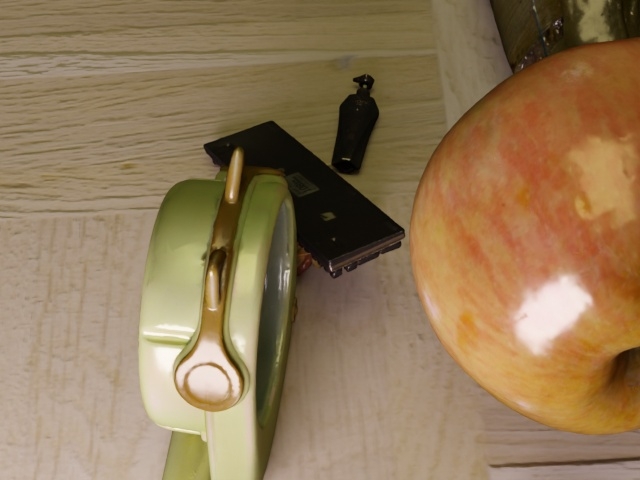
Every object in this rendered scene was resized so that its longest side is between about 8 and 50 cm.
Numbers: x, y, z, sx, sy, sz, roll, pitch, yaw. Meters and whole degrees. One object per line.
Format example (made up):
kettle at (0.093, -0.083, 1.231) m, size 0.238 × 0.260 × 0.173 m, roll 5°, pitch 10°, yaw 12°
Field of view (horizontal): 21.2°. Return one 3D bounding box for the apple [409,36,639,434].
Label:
apple at (0.285, 0.002, 1.691) m, size 0.391 × 0.391 × 0.346 m, roll -12°, pitch 56°, yaw -7°

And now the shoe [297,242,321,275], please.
shoe at (-0.003, -0.001, 1.894) m, size 0.109 × 0.069 × 0.072 m, roll -24°, pitch 32°, yaw -25°

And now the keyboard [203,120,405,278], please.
keyboard at (-0.026, -0.050, 1.887) m, size 0.106 × 0.027 × 0.317 m, roll -22°, pitch 35°, yaw -18°

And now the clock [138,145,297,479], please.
clock at (-0.099, 0.068, 1.673) m, size 0.117 × 0.348 × 0.286 m, roll 6°, pitch 54°, yaw 6°

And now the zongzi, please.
zongzi at (0.332, -0.324, 1.927) m, size 0.174 × 0.393 × 0.356 m, roll 2°, pitch 55°, yaw -25°

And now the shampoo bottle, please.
shampoo bottle at (0.042, -0.139, 2.014) m, size 0.048 × 0.027 × 0.137 m, roll 10°, pitch 55°, yaw 6°
